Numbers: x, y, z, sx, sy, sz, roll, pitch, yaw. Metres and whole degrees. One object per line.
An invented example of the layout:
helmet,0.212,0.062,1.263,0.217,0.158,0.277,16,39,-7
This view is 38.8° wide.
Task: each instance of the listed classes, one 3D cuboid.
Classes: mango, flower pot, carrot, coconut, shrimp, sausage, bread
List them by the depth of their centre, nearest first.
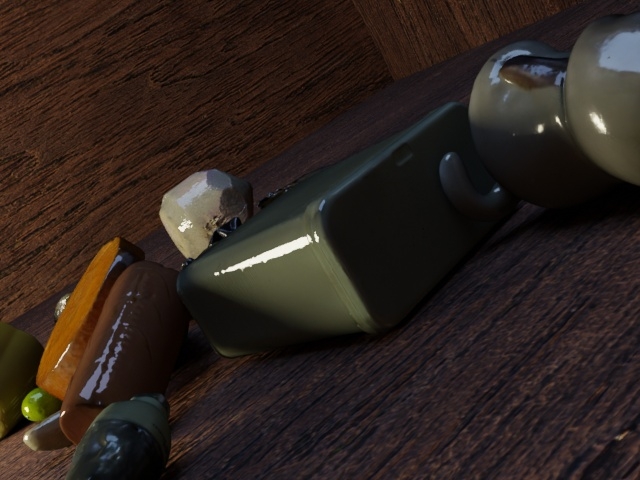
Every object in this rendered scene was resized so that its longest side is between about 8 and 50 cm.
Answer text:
sausage,-0.252,0.146,1.226,0.121,0.121,0.304,-25,31,25
bread,-0.327,0.248,1.328,0.214,0.053,0.073,-30,-5,-25
carrot,-0.358,0.131,1.459,0.307,0.100,0.258,-51,26,34
mango,-0.467,0.275,1.572,0.073,0.056,0.108,-14,6,42
flower pot,-0.608,0.273,1.650,0.195,0.195,0.179,-27,24,12
shrimp,0.002,-0.106,1.865,0.254,0.059,0.145,-27,20,-30
coconut,-0.262,-0.070,2.196,0.234,0.224,0.224,-34,11,-9

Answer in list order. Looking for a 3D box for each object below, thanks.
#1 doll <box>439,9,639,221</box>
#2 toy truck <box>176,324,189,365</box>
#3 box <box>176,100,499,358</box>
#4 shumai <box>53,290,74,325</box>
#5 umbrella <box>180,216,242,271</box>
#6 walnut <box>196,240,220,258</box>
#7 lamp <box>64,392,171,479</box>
doll,0.320,-0.147,1.032,0.370,0.215,0.226,-19,47,59
toy truck,-0.273,0.132,1.487,0.088,0.121,0.259,6,-1,-18
box,0.029,-0.002,1.242,0.344,0.177,0.352,-22,13,47
shumai,-0.404,0.174,1.730,0.201,0.201,0.120,-26,52,18
umbrella,-0.188,0.051,1.718,0.272,0.110,0.122,-35,51,-15
walnut,-0.127,0.059,1.425,0.167,0.149,0.166,0,31,0
lamp,-0.217,0.237,0.976,0.101,0.101,0.250,-26,15,18
